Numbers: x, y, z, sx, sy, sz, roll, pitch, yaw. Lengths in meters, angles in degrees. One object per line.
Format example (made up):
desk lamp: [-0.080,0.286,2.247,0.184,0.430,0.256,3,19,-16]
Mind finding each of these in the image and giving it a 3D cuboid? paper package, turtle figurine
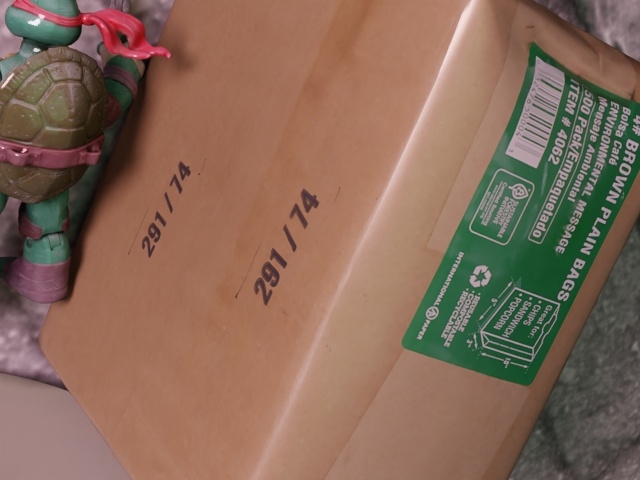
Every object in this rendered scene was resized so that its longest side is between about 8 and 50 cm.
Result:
paper package: [0.000,0.000,0.635,0.168,0.309,0.324,18,100,-36]
turtle figurine: [-0.178,-0.070,0.622,0.175,0.118,0.234,3,115,-33]

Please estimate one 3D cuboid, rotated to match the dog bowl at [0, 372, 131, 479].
dog bowl: [-0.216,0.168,0.607,0.265,0.265,0.104,5,106,-33]
